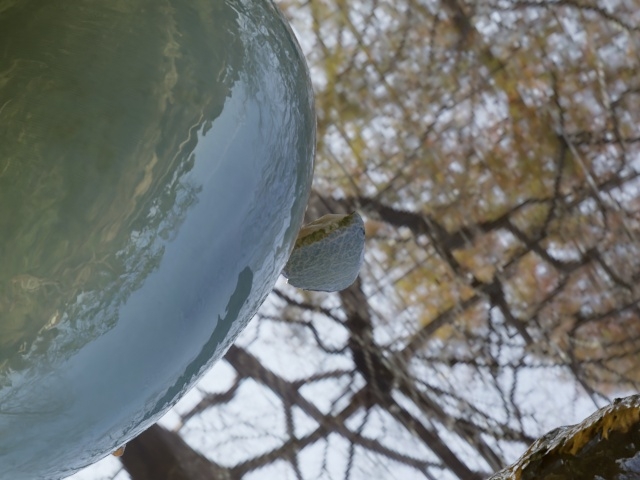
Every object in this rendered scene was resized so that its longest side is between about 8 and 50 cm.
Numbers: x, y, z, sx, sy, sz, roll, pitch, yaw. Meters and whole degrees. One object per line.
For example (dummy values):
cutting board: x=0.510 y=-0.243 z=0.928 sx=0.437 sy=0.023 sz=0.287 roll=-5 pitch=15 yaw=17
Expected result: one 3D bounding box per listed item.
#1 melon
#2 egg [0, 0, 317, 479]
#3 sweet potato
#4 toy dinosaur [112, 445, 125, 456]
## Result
melon: x=0.004 y=0.000 z=1.843 sx=0.139 sy=0.202 sz=0.093 roll=-45 pitch=-122 yaw=23
egg: x=-0.129 y=-0.022 z=0.651 sx=0.230 sy=0.230 sz=0.371 roll=-13 pitch=-148 yaw=32
sweet potato: x=0.157 y=0.238 z=0.977 sx=0.423 sy=0.130 sz=0.130 roll=-50 pitch=-153 yaw=31
toy dinosaur: x=-0.242 y=0.078 z=1.004 sx=0.070 sy=0.288 sz=0.117 roll=-39 pitch=-144 yaw=-6
